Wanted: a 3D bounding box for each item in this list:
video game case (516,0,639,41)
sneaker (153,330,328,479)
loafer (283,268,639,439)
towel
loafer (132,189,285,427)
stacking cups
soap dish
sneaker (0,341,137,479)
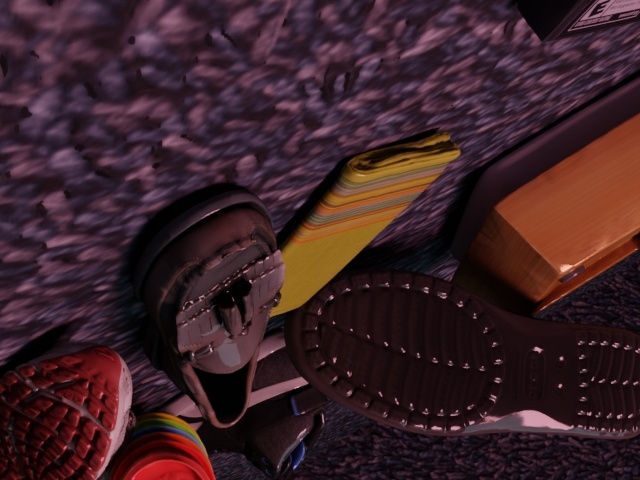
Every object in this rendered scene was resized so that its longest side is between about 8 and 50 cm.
[{"bbox_3d":[0.270,-0.219,0.617,0.275,0.035,0.248,-20,161,-41],"label":"video game case"},{"bbox_3d":[-0.088,0.193,1.055,0.217,0.121,0.079,-38,165,22],"label":"sneaker"},{"bbox_3d":[0.129,0.118,1.009,0.366,0.134,0.130,16,169,-19],"label":"loafer"},{"bbox_3d":[0.000,0.000,0.807,0.102,0.021,0.237,-14,158,-39],"label":"towel"},{"bbox_3d":[-0.060,0.053,0.708,0.096,0.084,0.267,-28,166,-18],"label":"loafer"},{"bbox_3d":[-0.121,0.183,0.868,0.096,0.096,0.316,-29,178,-15],"label":"stacking cups"},{"bbox_3d":[0.248,-0.028,1.050,0.229,0.118,0.291,-31,167,-9],"label":"soap dish"},{"bbox_3d":[-0.170,0.120,0.743,0.093,0.088,0.225,-48,178,-37],"label":"sneaker"}]
